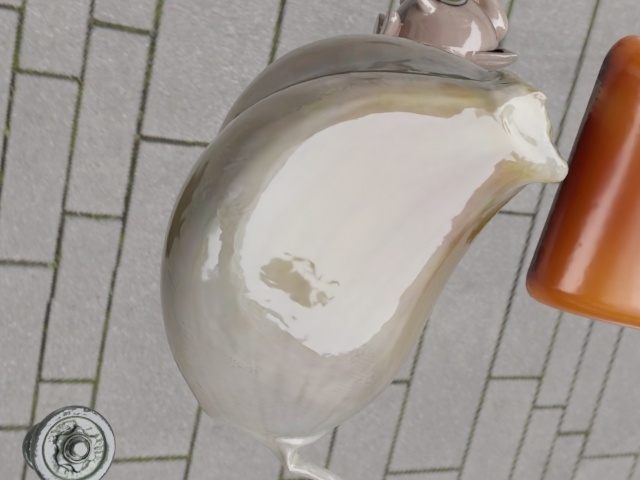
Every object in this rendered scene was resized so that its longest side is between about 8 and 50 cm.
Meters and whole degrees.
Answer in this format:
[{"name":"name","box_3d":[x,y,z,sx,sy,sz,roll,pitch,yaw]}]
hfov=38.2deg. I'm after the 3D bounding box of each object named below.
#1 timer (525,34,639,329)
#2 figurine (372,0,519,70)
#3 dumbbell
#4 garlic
[{"name":"timer","box_3d":[0.336,-0.040,0.856,0.250,0.161,0.257,9,110,-19]},{"name":"figurine","box_3d":[0.123,-0.203,0.942,0.138,0.125,0.125,8,108,-4]},{"name":"dumbbell","box_3d":[-0.359,0.285,1.272,0.110,0.254,0.110,6,77,-26]},{"name":"garlic","box_3d":[0.000,0.000,0.712,0.246,0.231,0.339,16,105,-17]}]
